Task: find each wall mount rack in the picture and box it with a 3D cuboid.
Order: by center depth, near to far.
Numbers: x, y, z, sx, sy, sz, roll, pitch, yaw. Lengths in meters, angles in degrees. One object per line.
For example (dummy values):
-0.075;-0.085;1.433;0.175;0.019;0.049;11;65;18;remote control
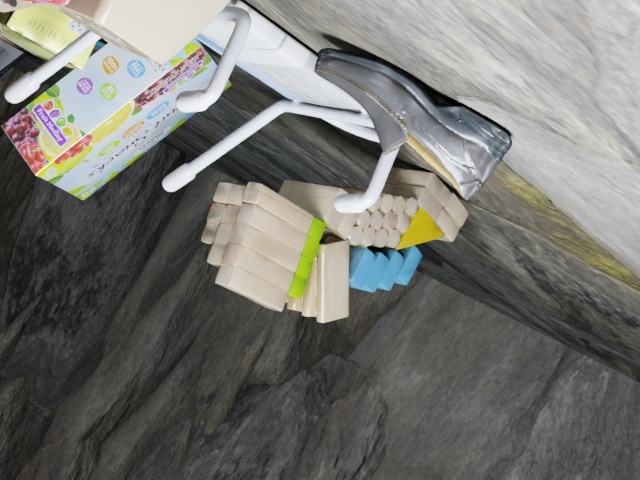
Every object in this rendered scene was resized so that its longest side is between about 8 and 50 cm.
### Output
-0.103;-0.125;1.436;0.350;0.131;0.304;32;168;-39;wall mount rack

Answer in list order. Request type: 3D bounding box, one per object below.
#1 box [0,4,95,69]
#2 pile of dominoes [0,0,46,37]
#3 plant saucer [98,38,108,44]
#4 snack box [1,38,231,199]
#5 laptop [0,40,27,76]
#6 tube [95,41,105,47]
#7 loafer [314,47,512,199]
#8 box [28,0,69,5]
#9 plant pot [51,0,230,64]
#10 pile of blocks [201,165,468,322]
-0.286;-0.219;1.599;0.087;0.058;0.232;30;177;-21;box
-0.383;-0.225;1.393;0.196;0.040;0.251;-19;146;34;pile of dominoes
-0.306;-0.287;1.674;0.310;0.050;0.310;30;177;2;plant saucer
-0.202;-0.139;1.628;0.070;0.207;0.174;54;-179;9;snack box
-0.604;-0.357;2.113;0.382;0.408;0.236;29;136;14;laptop
-0.308;-0.273;2.008;0.207;0.052;0.080;22;180;22;tube
0.065;-0.095;1.261;0.170;0.061;0.062;29;178;6;loafer
-0.207;-0.226;0.962;0.128;0.123;0.257;29;177;-25;box
-0.135;-0.192;1.157;0.109;0.096;0.109;27;177;43;plant pot
0.000;0.000;1.694;0.112;0.149;0.362;11;-168;44;pile of blocks
